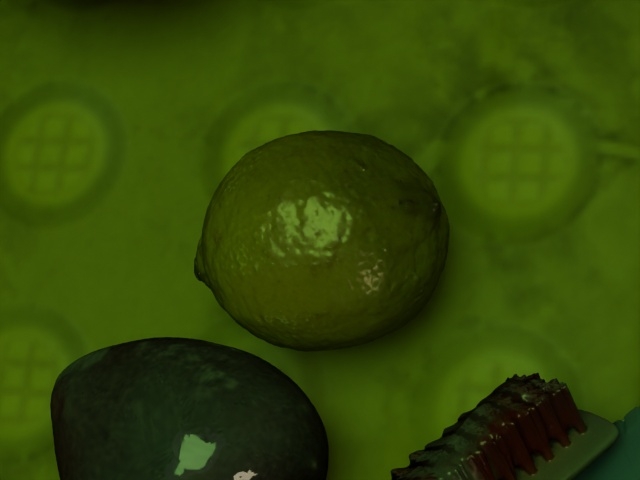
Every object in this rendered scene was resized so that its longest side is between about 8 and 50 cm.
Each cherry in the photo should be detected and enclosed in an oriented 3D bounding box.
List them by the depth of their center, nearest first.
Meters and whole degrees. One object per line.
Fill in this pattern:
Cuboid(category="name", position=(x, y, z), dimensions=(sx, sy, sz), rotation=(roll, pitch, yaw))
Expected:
Cuboid(category="cherry", position=(-0.084, 0.131, 0.846), dimensions=(0.148, 0.115, 0.188), rotation=(35, 91, 2))

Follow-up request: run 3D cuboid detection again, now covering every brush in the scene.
Cuboid(category="brush", position=(-0.001, 0.163, 0.772), dimensions=(0.321, 0.060, 0.050), rotation=(-38, 109, -22))

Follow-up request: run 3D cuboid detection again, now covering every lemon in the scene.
Cuboid(category="lemon", position=(0.000, 0.000, 0.863), dimensions=(0.133, 0.109, 0.109), rotation=(-12, 70, 22))

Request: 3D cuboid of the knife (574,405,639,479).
Cuboid(category="knife", position=(0.202, 0.045, 0.786), dimensions=(0.313, 0.019, 0.044), rotation=(-42, 48, 21))
